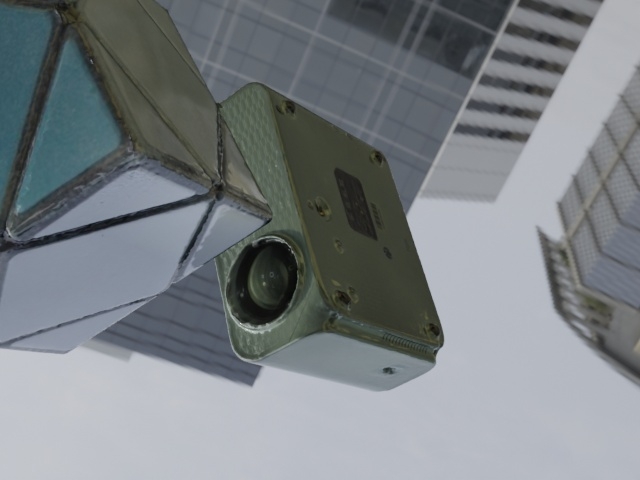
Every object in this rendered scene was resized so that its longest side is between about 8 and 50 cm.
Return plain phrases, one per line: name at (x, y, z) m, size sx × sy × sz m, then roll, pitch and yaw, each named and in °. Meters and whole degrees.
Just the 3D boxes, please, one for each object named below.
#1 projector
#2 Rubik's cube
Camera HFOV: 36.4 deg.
projector at (0.000, 0.000, 0.889) m, size 0.198 × 0.108 × 0.250 m, roll 23°, pitch -134°, yaw -49°
Rubik's cube at (-0.187, -0.062, 0.651) m, size 0.205 × 0.205 × 0.207 m, roll 62°, pitch -169°, yaw 19°
